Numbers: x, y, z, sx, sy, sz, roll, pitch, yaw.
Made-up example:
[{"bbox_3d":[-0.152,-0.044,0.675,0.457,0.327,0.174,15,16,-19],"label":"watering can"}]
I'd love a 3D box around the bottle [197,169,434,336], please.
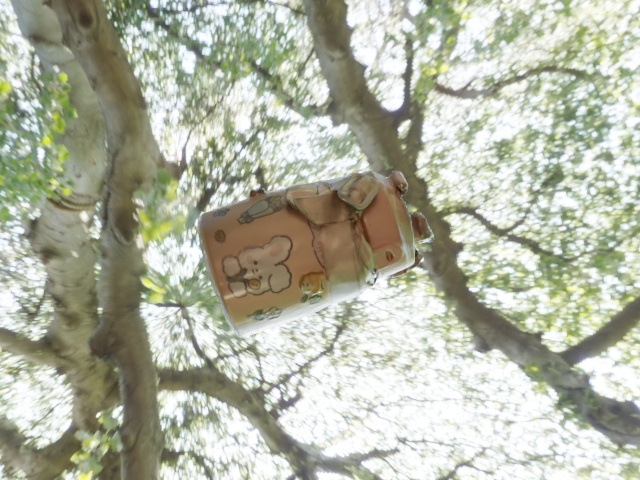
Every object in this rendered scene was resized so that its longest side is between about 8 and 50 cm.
[{"bbox_3d":[0.000,0.000,0.584,0.152,0.099,0.099,-18,-91,1],"label":"bottle"}]
